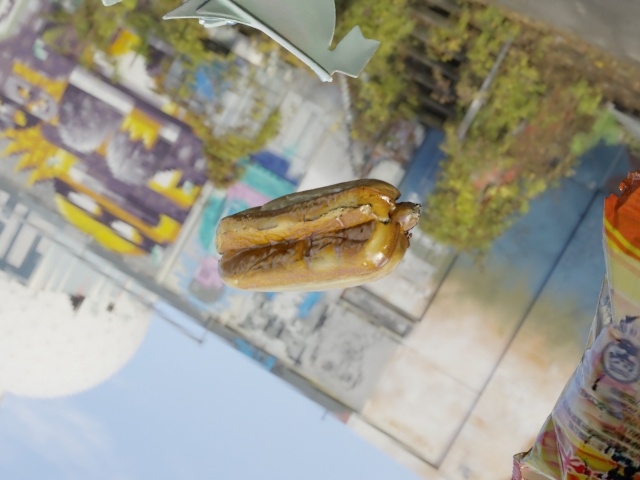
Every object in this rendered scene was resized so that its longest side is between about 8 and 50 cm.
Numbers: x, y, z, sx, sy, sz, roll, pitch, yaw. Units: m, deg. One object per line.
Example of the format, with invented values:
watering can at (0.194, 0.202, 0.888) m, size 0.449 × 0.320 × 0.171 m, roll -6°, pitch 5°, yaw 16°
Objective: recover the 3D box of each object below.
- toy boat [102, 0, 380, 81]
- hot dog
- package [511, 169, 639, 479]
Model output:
toy boat at (-0.036, -0.136, 0.568) m, size 0.149 × 0.105 × 0.034 m, roll 16°, pitch 151°, yaw 10°
hot dog at (0.000, 0.000, 1.165) m, size 0.249 × 0.102 × 0.076 m, roll -12°, pitch 169°, yaw 39°
package at (0.253, 0.110, 0.801) m, size 0.223 × 0.288 × 0.108 m, roll 22°, pitch -149°, yaw 22°
